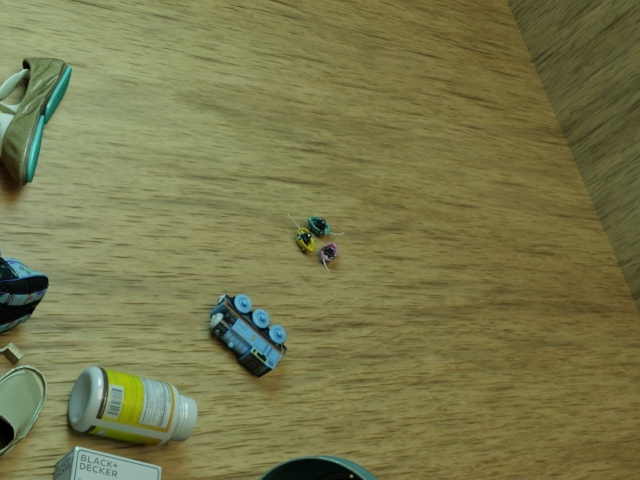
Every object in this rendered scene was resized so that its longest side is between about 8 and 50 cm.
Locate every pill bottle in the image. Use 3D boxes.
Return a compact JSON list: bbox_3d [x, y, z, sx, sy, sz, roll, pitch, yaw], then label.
[{"bbox_3d":[-0.335,0.304,1.882,0.215,0.117,0.117,19,51,-32],"label":"pill bottle"}]

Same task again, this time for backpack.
[{"bbox_3d":[-0.566,0.090,1.804,0.117,0.158,0.173,43,25,18],"label":"backpack"}]

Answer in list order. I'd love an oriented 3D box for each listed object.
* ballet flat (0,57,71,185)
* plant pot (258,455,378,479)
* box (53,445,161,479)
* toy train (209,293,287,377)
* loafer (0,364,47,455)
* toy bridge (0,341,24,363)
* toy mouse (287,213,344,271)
[{"bbox_3d":[-0.590,-0.247,2.061,0.124,0.116,0.342,14,50,-9],"label":"ballet flat"},{"bbox_3d":[0.021,0.533,1.948,0.293,0.293,0.196,61,16,10],"label":"plant pot"},{"bbox_3d":[-0.367,0.504,1.729,0.169,0.087,0.290,22,49,-26],"label":"box"},{"bbox_3d":[-0.151,0.193,2.157,0.184,0.080,0.105,43,48,-11],"label":"toy train"},{"bbox_3d":[-0.530,0.303,1.725,0.102,0.092,0.268,42,42,-11],"label":"loafer"},{"bbox_3d":[-0.587,0.228,1.778,0.063,0.026,0.188,46,41,-5],"label":"toy bridge"},{"bbox_3d":[0.000,0.000,2.461,0.143,0.031,0.161,-18,75,-47],"label":"toy mouse"}]
